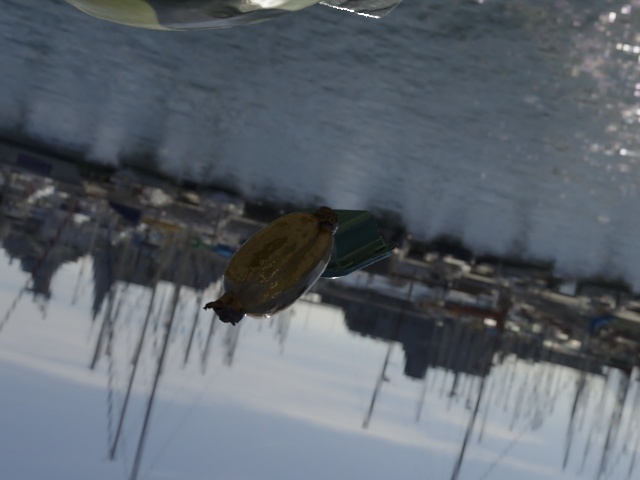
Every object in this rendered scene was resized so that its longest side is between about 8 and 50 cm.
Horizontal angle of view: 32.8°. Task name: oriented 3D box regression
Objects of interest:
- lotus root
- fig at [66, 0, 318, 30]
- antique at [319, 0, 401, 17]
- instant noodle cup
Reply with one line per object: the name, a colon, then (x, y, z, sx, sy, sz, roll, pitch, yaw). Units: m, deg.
lotus root: (-0.042, 0.026, 0.986, 0.073, 0.150, 0.062, 53, 161, -15)
fig: (-0.070, -0.278, 0.733, 0.316, 0.316, 0.316, 14, 177, 1)
antique: (0.073, -0.306, 1.055, 0.088, 0.086, 0.183, 6, 154, -33)
instant noodle cup: (0.000, 0.000, 1.576, 0.179, 0.070, 0.157, 5, -161, 36)
